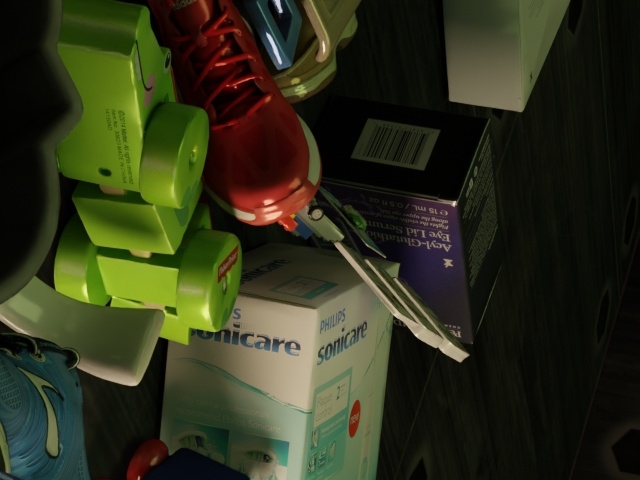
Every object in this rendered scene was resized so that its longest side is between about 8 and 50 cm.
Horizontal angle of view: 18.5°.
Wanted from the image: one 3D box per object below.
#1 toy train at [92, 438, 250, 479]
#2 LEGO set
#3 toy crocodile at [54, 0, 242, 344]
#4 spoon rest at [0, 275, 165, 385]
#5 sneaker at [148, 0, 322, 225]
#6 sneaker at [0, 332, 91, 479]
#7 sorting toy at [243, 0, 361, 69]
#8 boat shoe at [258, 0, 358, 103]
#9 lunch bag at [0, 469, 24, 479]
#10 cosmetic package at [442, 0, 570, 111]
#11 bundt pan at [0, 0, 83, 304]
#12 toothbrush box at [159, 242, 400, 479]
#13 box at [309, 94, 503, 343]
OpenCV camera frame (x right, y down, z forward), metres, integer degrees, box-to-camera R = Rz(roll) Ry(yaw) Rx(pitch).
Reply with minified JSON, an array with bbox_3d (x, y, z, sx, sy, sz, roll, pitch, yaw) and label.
[{"bbox_3d":[-0.137,0.250,1.394,0.248,0.105,0.143,-35,145,-66],"label":"toy train"},{"bbox_3d":[0.000,0.000,1.517,0.060,0.244,0.182,-43,157,7],"label":"LEGO set"},{"bbox_3d":[-0.117,-0.039,1.258,0.340,0.115,0.105,80,24,-52],"label":"toy crocodile"},{"bbox_3d":[-0.189,-0.010,1.143,0.276,0.084,0.137,58,42,-45],"label":"spoon rest"},{"bbox_3d":[-0.076,-0.116,1.308,0.221,0.087,0.128,59,-1,42],"label":"sneaker"},{"bbox_3d":[-0.206,0.100,1.088,0.330,0.129,0.147,75,13,-51],"label":"sneaker"},{"bbox_3d":[0.003,-0.258,1.498,0.348,0.047,0.196,-64,137,-59],"label":"sorting toy"},{"bbox_3d":[-0.020,-0.170,1.584,0.190,0.068,0.072,-68,148,-60],"label":"boat shoe"},{"bbox_3d":[-0.185,0.222,0.958,0.293,0.138,0.221,35,81,-52],"label":"lunch bag"},{"bbox_3d":[0.228,-0.370,2.164,0.284,0.097,0.377,80,26,-42],"label":"cosmetic package"},{"bbox_3d":[-0.248,-0.069,0.637,0.331,0.124,0.331,24,51,-35],"label":"bundt pan"},{"bbox_3d":[-0.037,0.165,1.591,0.216,0.126,0.296,-22,118,-69],"label":"toothbrush box"},{"bbox_3d":[0.077,-0.018,1.797,0.207,0.153,0.108,78,28,-48],"label":"box"}]
